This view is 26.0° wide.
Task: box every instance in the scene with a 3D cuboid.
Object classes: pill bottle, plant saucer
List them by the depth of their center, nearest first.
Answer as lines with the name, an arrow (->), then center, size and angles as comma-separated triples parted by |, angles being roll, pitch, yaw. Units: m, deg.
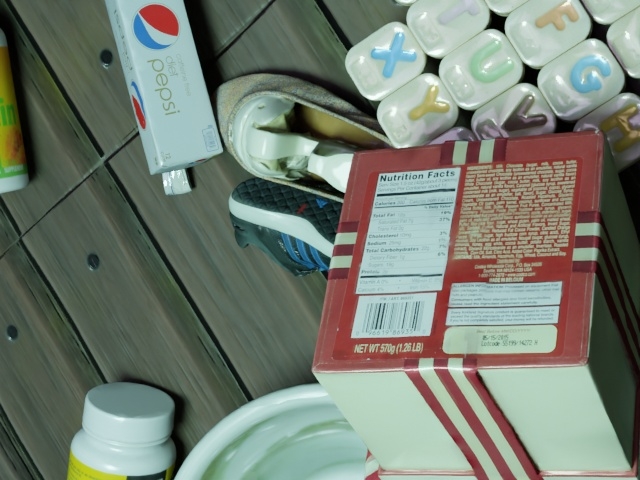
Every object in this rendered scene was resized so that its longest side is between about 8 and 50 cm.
plant saucer -> 0.037, 0.328, 1.383 | 0.400, 0.100, 0.400 | 2, 98, 16
pill bottle -> -0.225, 0.273, 1.549 | 0.119, 0.119, 0.208 | 18, 109, 27
pill bottle -> -0.416, -0.171, 1.566 | 0.136, 0.136, 0.245 | -4, 98, 32

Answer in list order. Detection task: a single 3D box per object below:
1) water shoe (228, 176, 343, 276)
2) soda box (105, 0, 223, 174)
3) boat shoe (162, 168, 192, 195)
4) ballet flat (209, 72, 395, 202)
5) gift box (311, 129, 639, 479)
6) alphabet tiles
water shoe -> 0.000, 0.000, 1.400 | 0.203, 0.073, 0.080 | 25, 138, 25
soda box -> -0.165, -0.181, 1.432 | 0.074, 0.069, 0.216 | 165, 91, -73
boat shoe -> -0.154, -0.099, 1.486 | 0.035, 0.035, 0.100 | -5, 93, 5
ballet flat -> -0.002, -0.092, 1.348 | 0.316, 0.106, 0.107 | 18, 110, 28
gift box -> 0.138, 0.093, 1.156 | 0.255, 0.258, 0.276 | 0, 57, 25
alphabet tiles -> 0.172, -0.169, 1.225 | 0.278, 0.021, 0.284 | -32, 82, 13
